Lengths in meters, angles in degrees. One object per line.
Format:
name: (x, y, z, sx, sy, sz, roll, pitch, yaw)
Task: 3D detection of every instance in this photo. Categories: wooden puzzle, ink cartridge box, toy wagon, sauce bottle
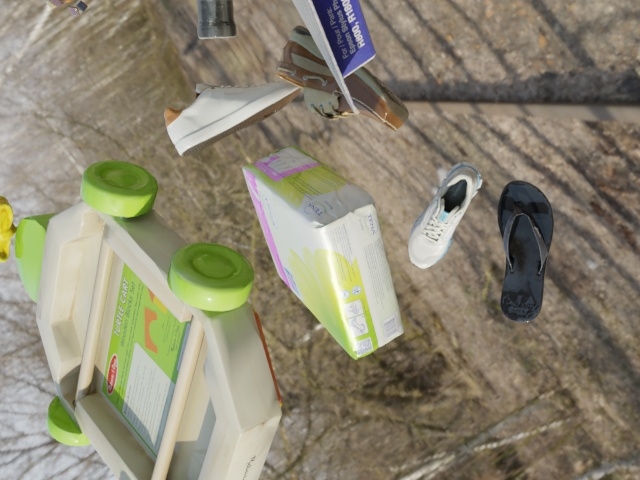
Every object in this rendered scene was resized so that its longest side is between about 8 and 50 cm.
wooden puzzle: (-0.288, -0.274, 0.824, 0.049, 0.006, 0.083, -4, 137, 35)
ink cartridge box: (-0.030, -0.352, 0.833, 0.324, 0.071, 0.330, 63, -178, -47)
toy wagon: (-0.167, 0.069, 0.629, 0.344, 0.068, 0.267, 40, 126, 32)
sauce bottle: (-0.190, -0.529, 1.343, 0.111, 0.112, 0.344, -134, 39, -67)

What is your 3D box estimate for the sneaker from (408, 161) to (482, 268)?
sneaker: (0.192, -0.037, 1.240, 0.071, 0.190, 0.083, 26, -163, 7)

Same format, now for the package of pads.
package of pads: (0.000, 0.000, 1.120, 0.296, 0.101, 0.229, 41, 151, 57)

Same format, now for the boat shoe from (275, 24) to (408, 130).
boat shoe: (0.030, -0.275, 1.412, 0.123, 0.120, 0.324, 27, -167, -48)

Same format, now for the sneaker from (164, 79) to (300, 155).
sneaker: (-0.181, -0.287, 1.570, 0.123, 0.290, 0.106, 61, 164, 4)

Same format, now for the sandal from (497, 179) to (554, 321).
sandal: (0.362, 0.017, 1.364, 0.054, 0.097, 0.254, 5, -97, -69)
